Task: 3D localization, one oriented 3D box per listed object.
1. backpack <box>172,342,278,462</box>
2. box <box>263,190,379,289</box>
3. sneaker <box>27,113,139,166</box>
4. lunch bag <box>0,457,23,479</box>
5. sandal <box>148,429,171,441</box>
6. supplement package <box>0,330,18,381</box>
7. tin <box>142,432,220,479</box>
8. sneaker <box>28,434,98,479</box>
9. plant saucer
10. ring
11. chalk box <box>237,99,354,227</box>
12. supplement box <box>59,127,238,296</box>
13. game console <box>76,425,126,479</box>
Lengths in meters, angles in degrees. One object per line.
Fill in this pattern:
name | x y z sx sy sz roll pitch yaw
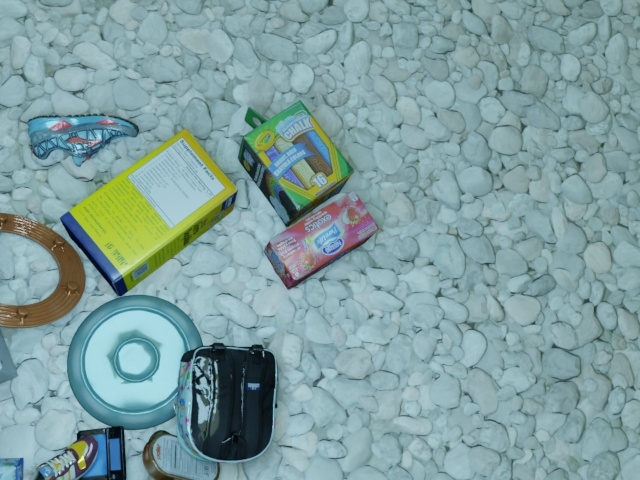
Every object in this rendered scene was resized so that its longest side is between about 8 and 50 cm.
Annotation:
backpack | -0.215 0.371 1.706 0.225 0.191 0.253 7 69 -27
box | 0.000 0.000 1.883 0.257 0.128 0.122 -31 83 -17
sneaker | -0.577 -0.244 1.864 0.262 0.104 0.125 -3 94 -7
lunch bag | -0.710 0.552 1.631 0.129 0.096 0.151 2 90 -12
sandal | -0.334 0.538 1.720 0.219 0.060 0.090 60 29 0
supplement package | -0.837 0.267 1.629 0.293 0.175 0.177 -23 79 -15
tin | -0.308 0.494 1.698 0.190 0.040 0.106 27 34 -32
sneaker | -0.567 0.499 1.657 0.069 0.084 0.185 36 77 24
plant saucer | -0.430 0.280 1.776 0.318 0.044 0.317 3 76 -11
ring | -0.688 0.054 1.685 0.337 0.032 0.336 23 36 -18
chalk box | -0.085 -0.213 1.894 0.179 0.180 0.289 -34 86 -17
supplement box | -0.395 -0.063 1.788 0.356 0.195 0.194 -39 86 -16
game console | -0.490 0.482 1.700 0.071 0.107 0.122 4 74 -39
